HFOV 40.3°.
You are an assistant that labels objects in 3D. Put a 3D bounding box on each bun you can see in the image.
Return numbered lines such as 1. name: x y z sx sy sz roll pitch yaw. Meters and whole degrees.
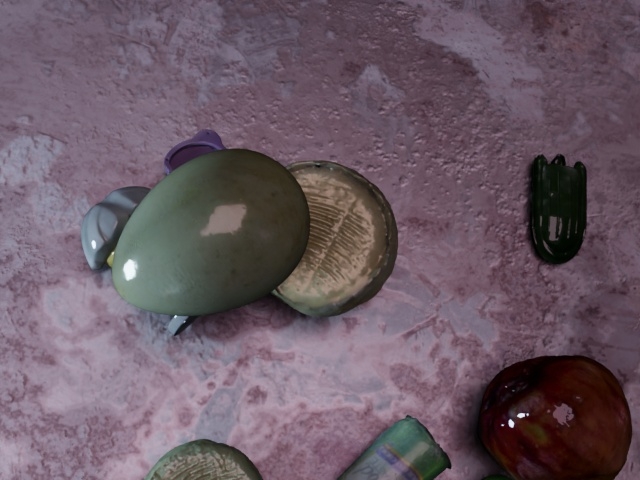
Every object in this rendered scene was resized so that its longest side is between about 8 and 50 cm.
1. bun: -0.176 0.390 1.267 0.196 0.118 0.195 5 65 -11
2. bun: 0.000 0.000 1.410 0.260 0.152 0.259 0 77 0

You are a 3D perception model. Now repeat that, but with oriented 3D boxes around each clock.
1. clock: -0.181 -0.108 1.469 0.153 0.050 0.110 42 70 5

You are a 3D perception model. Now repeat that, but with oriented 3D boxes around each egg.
1. egg: -0.154 -0.003 1.226 0.295 0.218 0.218 -30 79 -16

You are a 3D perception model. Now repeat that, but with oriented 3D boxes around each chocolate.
1. chocolate: 0.059 0.393 1.321 0.291 0.110 0.110 -38 82 -17

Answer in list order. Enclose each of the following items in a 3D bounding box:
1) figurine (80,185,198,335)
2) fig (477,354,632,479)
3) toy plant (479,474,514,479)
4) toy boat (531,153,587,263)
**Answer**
1. figurine: -0.259 0.017 1.371 0.236 0.133 0.176 43 61 3
2. fig: 0.364 0.281 1.349 0.263 0.224 0.223 18 64 -43
3. toy plant: 0.254 0.482 1.296 0.218 0.175 0.235 -27 52 -11
4. toy boat: 0.427 -0.060 1.563 0.104 0.052 0.210 9 71 -10
